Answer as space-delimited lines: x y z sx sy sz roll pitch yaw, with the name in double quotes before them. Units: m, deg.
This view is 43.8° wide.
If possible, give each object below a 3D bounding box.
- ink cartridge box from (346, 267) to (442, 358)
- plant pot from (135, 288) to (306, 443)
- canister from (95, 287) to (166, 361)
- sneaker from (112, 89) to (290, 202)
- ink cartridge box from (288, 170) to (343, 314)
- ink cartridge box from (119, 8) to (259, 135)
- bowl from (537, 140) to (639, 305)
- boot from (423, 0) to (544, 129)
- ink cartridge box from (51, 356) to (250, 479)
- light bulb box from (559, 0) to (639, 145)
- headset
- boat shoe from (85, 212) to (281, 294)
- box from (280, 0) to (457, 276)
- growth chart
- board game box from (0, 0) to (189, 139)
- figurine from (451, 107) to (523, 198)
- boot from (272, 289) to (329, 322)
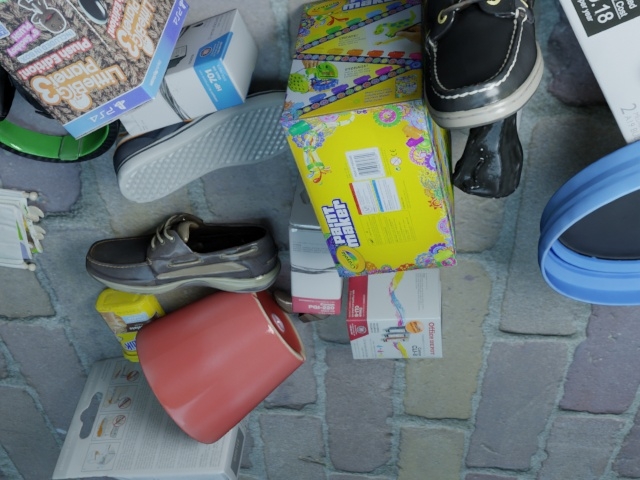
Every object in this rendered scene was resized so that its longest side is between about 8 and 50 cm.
"ink cartridge box" 0.146 0.140 1.520 0.176 0.127 0.128 -3 135 9
"plant pot" -0.177 0.215 1.533 0.243 0.275 0.275 -33 127 6
"canister" -0.379 0.172 1.658 0.126 0.073 0.170 -7 133 14
"sneaker" -0.175 -0.178 1.244 0.321 0.127 0.126 -21 141 -7
"ink cartridge box" 0.000 0.000 1.369 0.092 0.159 0.218 3 137 6
"ink cartridge box" -0.197 -0.242 1.153 0.190 0.140 0.082 -12 132 18
"bowl" 0.492 -0.026 1.089 0.391 0.077 0.391 -3 151 -2
"boot" 0.152 -0.325 0.869 0.138 0.377 0.284 -7 130 27
"ink cartridge box" -0.344 0.389 1.710 0.385 0.308 0.091 -7 134 14
"light bulb box" 0.461 -0.346 0.903 0.361 0.225 0.358 -21 130 28
"headset" -0.451 -0.228 1.167 0.243 0.185 0.394 -4 147 11
"boat shoe" -0.250 0.011 1.452 0.355 0.132 0.130 -1 127 -4
"box" 0.083 -0.152 1.113 0.177 0.279 0.290 -7 134 15
"growth chart" -0.611 -0.021 1.521 0.172 0.021 0.237 13 136 -7
"board game box" -0.330 -0.324 1.017 0.141 0.232 0.291 -20 131 25
"figurine" 0.250 -0.203 1.093 0.092 0.215 0.209 11 134 5
"boot" -0.027 0.119 1.587 0.087 0.042 0.118 -32 126 26
